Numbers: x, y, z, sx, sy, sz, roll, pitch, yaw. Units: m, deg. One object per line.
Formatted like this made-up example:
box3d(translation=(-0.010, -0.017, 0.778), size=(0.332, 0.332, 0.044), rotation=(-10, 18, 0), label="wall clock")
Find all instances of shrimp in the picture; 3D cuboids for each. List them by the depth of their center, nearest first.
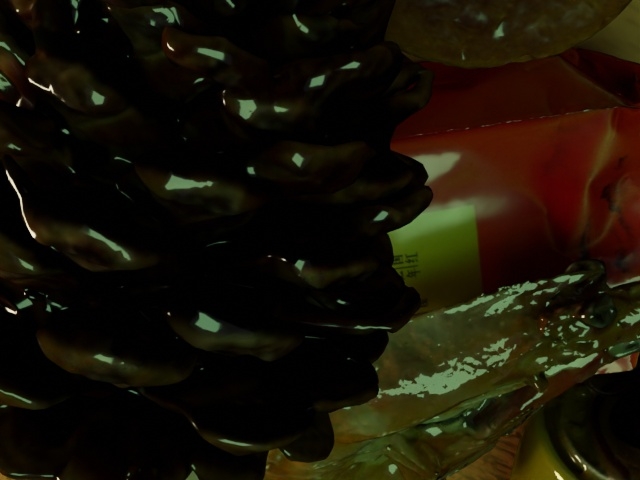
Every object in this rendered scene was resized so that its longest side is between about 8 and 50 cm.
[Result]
box3d(translation=(0.074, 0.089, 0.575), size=(0.294, 0.062, 0.154), rotation=(-26, 133, 20), label="shrimp")

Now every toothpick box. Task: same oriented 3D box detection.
box3d(translation=(0.206, 0.195, 0.676), size=(0.174, 0.175, 0.271), rotation=(-4, 132, 3), label="toothpick box")

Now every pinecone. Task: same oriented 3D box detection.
box3d(translation=(-0.057, -0.021, 0.422), size=(0.224, 0.224, 0.273), rotation=(20, 112, -11), label="pinecone")

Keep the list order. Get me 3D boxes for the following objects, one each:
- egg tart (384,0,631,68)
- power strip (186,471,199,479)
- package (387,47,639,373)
box3d(translation=(0.078, -0.186, 0.489), size=(0.215, 0.171, 0.215), rotation=(3, 136, 3), label="egg tart")
box3d(translation=(-0.080, 0.247, 0.763), size=(0.106, 0.043, 0.367), rotation=(-4, 133, -2), label="power strip")
box3d(translation=(0.001, 0.000, 0.622), size=(0.423, 0.123, 0.196), rotation=(-9, 117, 6), label="package")
